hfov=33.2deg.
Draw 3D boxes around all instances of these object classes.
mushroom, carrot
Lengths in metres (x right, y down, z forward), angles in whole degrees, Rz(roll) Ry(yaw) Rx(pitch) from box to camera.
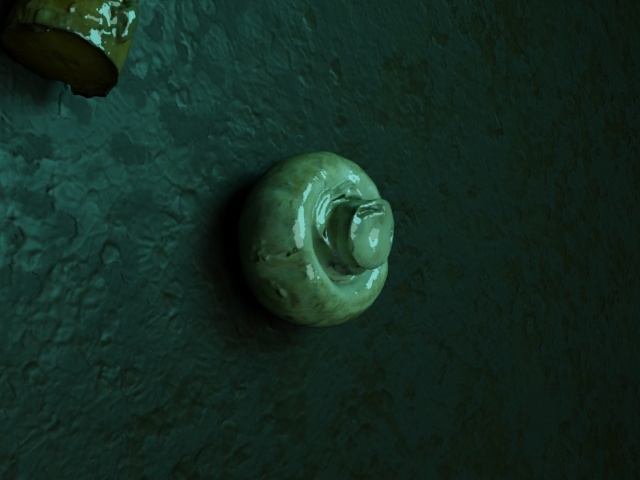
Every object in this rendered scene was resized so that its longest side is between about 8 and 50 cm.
[{"bbox_3d":[0.000,0.000,0.991,0.166,0.127,0.166,4,84,-42],"label":"mushroom"},{"bbox_3d":[-0.172,-0.244,0.851,0.102,0.101,0.263,36,56,-42],"label":"carrot"}]
